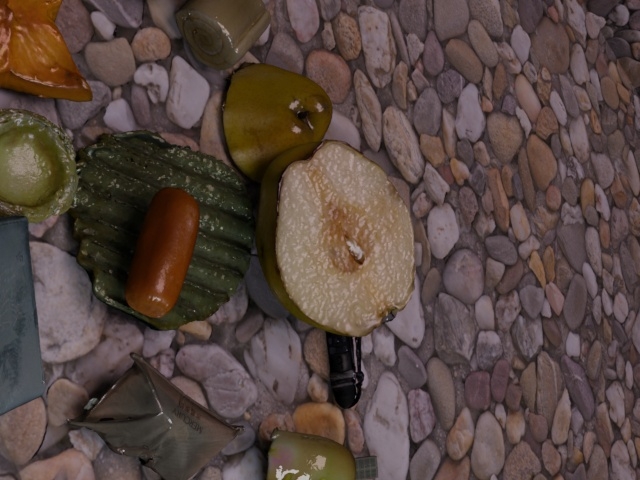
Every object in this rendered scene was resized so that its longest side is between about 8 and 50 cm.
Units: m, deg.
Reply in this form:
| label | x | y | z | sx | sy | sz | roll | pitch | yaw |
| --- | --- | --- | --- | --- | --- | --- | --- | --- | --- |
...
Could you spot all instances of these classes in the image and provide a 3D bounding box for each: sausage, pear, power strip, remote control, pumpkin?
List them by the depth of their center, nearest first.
| label | x | y | z | sx | sy | sz | roll | pitch | yaw |
| --- | --- | --- | --- | --- | --- | --- | --- | --- | --- |
| pumpkin | -0.505 | -0.354 | 1.587 | 0.258 | 0.095 | 0.290 | -9 | 84 | -46 |
| sausage | -0.259 | 0.015 | 1.682 | 0.098 | 0.098 | 0.238 | 38 | 50 | -38 |
| pear | 0.000 | 0.000 | 1.981 | 0.340 | 0.191 | 0.386 | -34 | 108 | -33 |
| pear | -0.059 | -0.246 | 2.025 | 0.267 | 0.178 | 0.267 | 15 | 71 | -51 |
| remote control | 0.057 | 0.216 | 2.106 | 0.066 | 0.090 | 0.265 | -1 | 82 | -33 |
| power strip | 0.075 | 0.482 | 2.117 | 0.136 | 0.019 | 0.051 | 8 | 76 | -49 |

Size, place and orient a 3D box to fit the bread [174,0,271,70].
| label | x | y | z | sx | sy | sz | roll | pitch | yaw |
| --- | --- | --- | --- | --- | --- | --- | --- | --- | --- |
| bread | -0.191 | -0.422 | 1.943 | 0.148 | 0.134 | 0.141 | 48 | 52 | -20 |

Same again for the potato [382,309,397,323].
| label | x | y | z | sx | sy | sz | roll | pitch | yaw |
| --- | --- | --- | --- | --- | --- | --- | --- | --- | --- |
| potato | 0.117 | 0.124 | 2.206 | 0.122 | 0.086 | 0.061 | 51 | 49 | -20 |

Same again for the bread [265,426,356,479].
| label | x | y | z | sx | sy | sz | roll | pitch | yaw |
| --- | --- | --- | --- | --- | --- | --- | --- | --- | --- |
| bread | -0.018 | 0.448 | 1.909 | 0.261 | 0.156 | 0.158 | 28 | 59 | -42 |

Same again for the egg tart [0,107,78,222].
| label | x | y | z | sx | sy | sz | roll | pitch | yaw |
| --- | --- | --- | --- | --- | --- | --- | --- | --- | --- |
| egg tart | -0.477 | -0.112 | 1.573 | 0.197 | 0.078 | 0.197 | 16 | 67 | -44 |

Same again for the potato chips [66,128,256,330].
| label | x | y | z | sx | sy | sz | roll | pitch | yaw |
| --- | --- | --- | --- | --- | --- | --- | --- | --- | --- |
| potato chips | -0.272 | -0.013 | 1.796 | 0.429 | 0.070 | 0.358 | 22 | 62 | -45 |

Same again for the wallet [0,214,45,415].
| label | x | y | z | sx | sy | sz | roll | pitch | yaw |
| --- | --- | --- | --- | --- | --- | --- | --- | --- | --- |
| wallet | -0.484 | 0.118 | 1.430 | 0.251 | 0.054 | 0.290 | -21 | 106 | -72 |

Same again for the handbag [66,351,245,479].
| label | x | y | z | sx | sy | sz | roll | pitch | yaw |
| --- | --- | --- | --- | --- | --- | --- | --- | --- | --- |
| handbag | -0.274 | 0.311 | 1.670 | 0.182 | 0.117 | 0.270 | -46 | 124 | 1 |
